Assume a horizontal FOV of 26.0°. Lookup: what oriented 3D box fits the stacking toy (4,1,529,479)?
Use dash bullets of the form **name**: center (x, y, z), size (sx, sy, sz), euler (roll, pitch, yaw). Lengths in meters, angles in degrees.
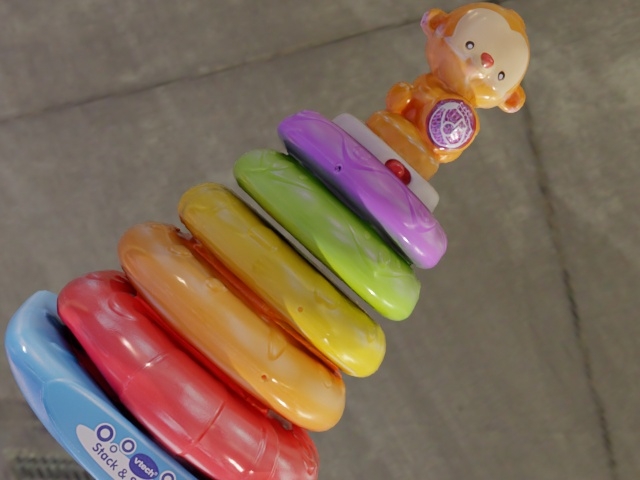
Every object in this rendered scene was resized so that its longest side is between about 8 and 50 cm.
- **stacking toy**: center (0.000, 0.000, 0.693), size (0.175, 0.302, 0.166), euler (43, 180, -10)
